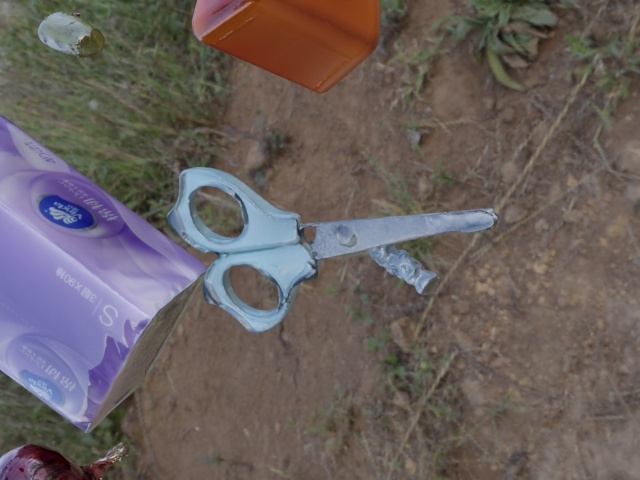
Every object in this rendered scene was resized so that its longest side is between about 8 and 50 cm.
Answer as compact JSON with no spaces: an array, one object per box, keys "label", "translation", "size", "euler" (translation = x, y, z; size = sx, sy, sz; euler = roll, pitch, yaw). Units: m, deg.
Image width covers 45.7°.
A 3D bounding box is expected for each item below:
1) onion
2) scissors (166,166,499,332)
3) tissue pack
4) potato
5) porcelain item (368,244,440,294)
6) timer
[{"label":"onion","translation":[-0.268,0.261,0.815],"size":[0.140,0.150,0.150],"euler":[-47,-10,-31]},{"label":"scissors","translation":[-0.001,0.001,0.717],"size":[0.029,0.360,0.191],"euler":[-39,-65,-47]},{"label":"tissue pack","translation":[-0.342,0.041,0.921],"size":[0.242,0.338,0.160],"euler":[-57,-4,30]},{"label":"potato","translation":[-0.513,-0.422,1.568],"size":[0.105,0.188,0.085],"euler":[-29,-49,-35]},{"label":"porcelain item","translation":[0.078,0.021,0.745],"size":[0.028,0.083,0.036],"euler":[-44,-25,-11]},{"label":"timer","translation":[-0.036,-0.396,1.150],"size":[0.161,0.258,0.249],"euler":[-23,58,50]}]
